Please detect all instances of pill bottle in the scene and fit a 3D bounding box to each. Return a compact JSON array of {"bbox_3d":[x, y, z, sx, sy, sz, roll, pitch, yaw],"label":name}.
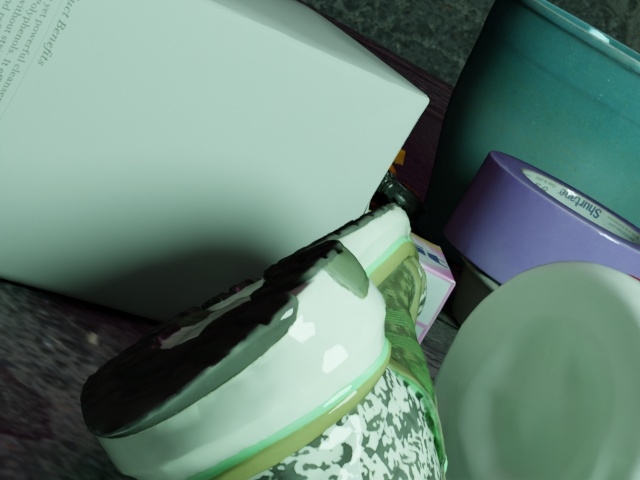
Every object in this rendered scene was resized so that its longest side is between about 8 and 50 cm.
[{"bbox_3d":[0.227,0.134,1.069,0.318,0.176,0.176,20,15,-40],"label":"pill bottle"}]

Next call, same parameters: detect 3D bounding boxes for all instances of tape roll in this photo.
[{"bbox_3d":[0.202,0.006,1.527,0.189,0.080,0.189,29,12,-7],"label":"tape roll"}]

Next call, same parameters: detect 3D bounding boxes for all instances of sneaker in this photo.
[{"bbox_3d":[0.003,0.100,0.890,0.182,0.158,0.410,62,11,-1],"label":"sneaker"}]

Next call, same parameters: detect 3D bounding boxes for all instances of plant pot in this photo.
[{"bbox_3d":[0.228,-0.077,1.771,0.272,0.255,0.271,30,11,-7],"label":"plant pot"}]

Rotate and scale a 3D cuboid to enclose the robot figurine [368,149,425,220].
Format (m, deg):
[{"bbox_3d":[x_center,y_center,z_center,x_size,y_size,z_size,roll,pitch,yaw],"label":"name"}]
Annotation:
[{"bbox_3d":[-0.020,-0.086,1.557,0.211,0.085,0.291,23,4,22],"label":"robot figurine"}]

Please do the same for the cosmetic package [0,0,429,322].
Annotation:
[{"bbox_3d":[-0.138,-0.081,1.033,0.365,0.197,0.155,20,16,-46],"label":"cosmetic package"}]

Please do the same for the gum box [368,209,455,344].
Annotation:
[{"bbox_3d":[0.000,0.000,1.358,0.188,0.062,0.107,28,11,-9],"label":"gum box"}]

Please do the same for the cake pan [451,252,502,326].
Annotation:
[{"bbox_3d":[0.232,0.098,1.541,0.293,0.054,0.293,29,12,-7],"label":"cake pan"}]
